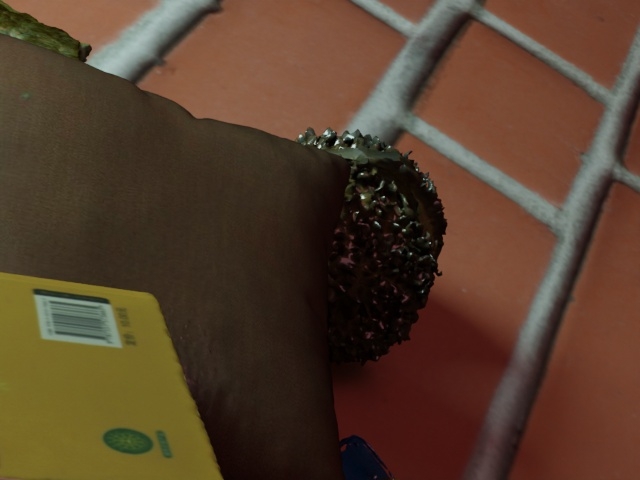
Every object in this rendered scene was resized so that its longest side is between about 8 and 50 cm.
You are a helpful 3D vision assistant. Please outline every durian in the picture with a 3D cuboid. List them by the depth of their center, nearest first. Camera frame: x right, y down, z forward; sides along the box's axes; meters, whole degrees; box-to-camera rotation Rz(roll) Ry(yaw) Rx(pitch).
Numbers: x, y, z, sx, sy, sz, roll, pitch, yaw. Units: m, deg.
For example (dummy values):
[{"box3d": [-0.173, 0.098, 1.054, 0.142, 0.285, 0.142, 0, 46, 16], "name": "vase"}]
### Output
[{"box3d": [0.000, 0.000, 1.117, 0.196, 0.167, 0.196, 11, 18, -4], "name": "durian"}]

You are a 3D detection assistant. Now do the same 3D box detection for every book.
[{"box3d": [-0.202, 0.054, 0.657, 0.295, 0.020, 0.208, 9, 22, -19], "name": "book"}]

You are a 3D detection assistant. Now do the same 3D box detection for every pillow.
[{"box3d": [-0.117, 0.015, 0.894, 0.305, 0.108, 0.308, 19, 46, -20], "name": "pillow"}]

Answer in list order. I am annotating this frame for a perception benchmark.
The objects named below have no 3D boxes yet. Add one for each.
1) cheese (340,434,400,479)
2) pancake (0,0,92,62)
[{"box3d": [0.088, 0.242, 0.921, 0.270, 0.069, 0.177, 53, 30, 5], "name": "cheese"}, {"box3d": [-0.357, -0.131, 1.014, 0.427, 0.067, 0.305, -8, 39, -44], "name": "pancake"}]
